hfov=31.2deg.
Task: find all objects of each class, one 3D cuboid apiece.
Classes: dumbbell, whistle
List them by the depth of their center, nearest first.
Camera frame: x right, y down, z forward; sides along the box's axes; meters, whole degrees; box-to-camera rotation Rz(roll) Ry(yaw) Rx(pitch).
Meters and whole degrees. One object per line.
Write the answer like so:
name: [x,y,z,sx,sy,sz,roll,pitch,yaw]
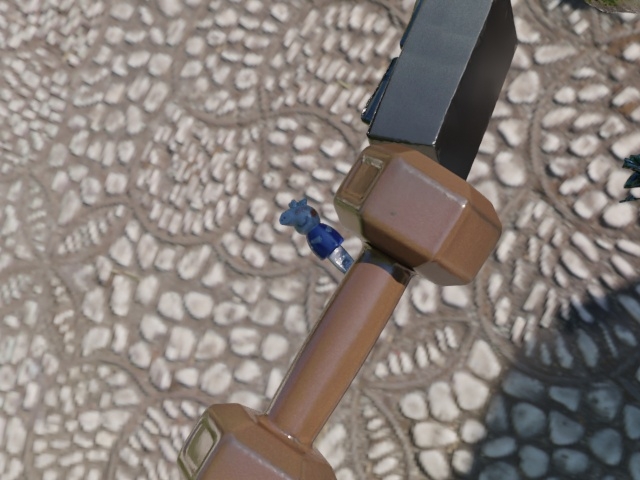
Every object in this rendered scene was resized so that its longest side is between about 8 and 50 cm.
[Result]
dumbbell: [0.009,0.060,0.638,0.231,0.082,0.092,-59,21,0]
whistle: [0.000,0.000,0.971,0.083,0.029,0.033,46,67,0]

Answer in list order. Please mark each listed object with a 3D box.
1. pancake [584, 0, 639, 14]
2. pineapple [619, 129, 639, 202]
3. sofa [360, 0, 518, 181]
pancake: [0.347,-0.343,1.428,0.305,0.427,0.067,17,99,-7]
pineapple: [0.377,-0.045,1.001,0.221,0.083,0.103,21,82,16]
sofa: [0.078,-0.103,0.760,0.060,0.085,0.147,13,67,23]
